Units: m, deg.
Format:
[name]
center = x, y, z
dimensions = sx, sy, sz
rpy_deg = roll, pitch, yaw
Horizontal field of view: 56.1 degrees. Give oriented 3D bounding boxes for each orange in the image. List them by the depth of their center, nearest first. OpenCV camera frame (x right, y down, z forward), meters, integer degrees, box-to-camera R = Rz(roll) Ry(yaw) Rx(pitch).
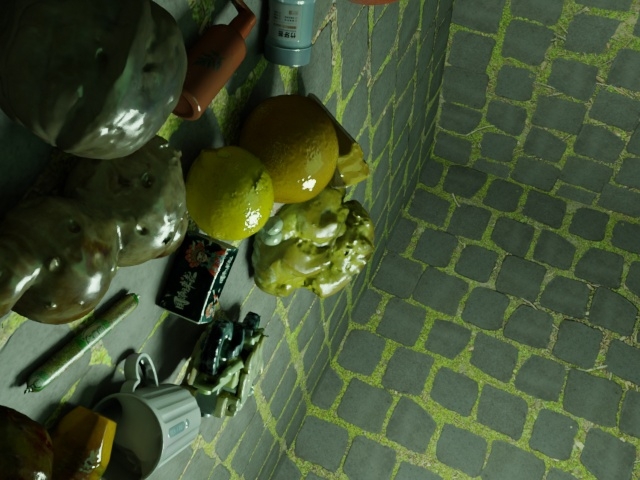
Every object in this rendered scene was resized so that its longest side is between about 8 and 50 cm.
[orange]
center = -0.069, -0.193, 1.284
dimensions = 0.236, 0.236, 0.236
rpy_deg = -58, 161, -34

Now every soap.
[soap]
center = 0.024, -0.226, 1.489
dimensions = 0.080, 0.258, 0.160
rpy_deg = -29, 150, -13

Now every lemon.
[lemon]
center = -0.177, -0.093, 1.150
dimensions = 0.174, 0.173, 0.206
rpy_deg = -58, 148, -34

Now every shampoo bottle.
[shampoo bottle]
center = -0.181, -0.314, 1.025
dimensions = 0.085, 0.085, 0.244
rpy_deg = 84, 29, -58

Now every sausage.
[sausage]
center = -0.392, 0.165, 1.009
dimensions = 0.269, 0.032, 0.033
rpy_deg = -49, 155, -50

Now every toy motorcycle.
[toy motorcycle]
center = -0.226, 0.294, 1.461
dimensions = 0.410, 0.168, 0.237
rpy_deg = 39, 63, -82

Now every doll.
[doll]
center = -0.112, -0.132, 1.445
dimensions = 0.155, 0.113, 0.275
rpy_deg = 83, 24, -74

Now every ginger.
[ginger]
center = -0.312, -0.004, 0.822
dimensions = 0.375, 0.176, 0.256
rpy_deg = -49, 170, -50

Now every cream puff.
[cream puff]
center = 0.000, 0.000, 1.636
dimensions = 0.378, 0.275, 0.378
rpy_deg = -49, 154, -35

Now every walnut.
[walnut]
center = -0.261, -0.205, 0.697
dimensions = 0.224, 0.224, 0.224
rpy_deg = -58, 161, -34

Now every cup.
[cup]
center = -0.334, 0.349, 1.195
dimensions = 0.202, 0.166, 0.221
rpy_deg = 18, 94, -77

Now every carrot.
[carrot]
center = -0.452, 0.431, 1.007
dimensions = 0.302, 0.114, 0.114
rpy_deg = -63, 163, -18

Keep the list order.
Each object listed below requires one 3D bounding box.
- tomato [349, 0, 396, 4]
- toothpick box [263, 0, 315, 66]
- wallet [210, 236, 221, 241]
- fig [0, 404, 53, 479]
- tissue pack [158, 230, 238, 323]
[tomato]
center = 0.117, -0.647, 1.240
dimensions = 0.322, 0.321, 0.322
rpy_deg = -58, 161, -34
[toothpick box]
center = -0.062, -0.444, 1.217
dimensions = 0.101, 0.101, 0.153
rpy_deg = -49, 153, -51
[wallet]
center = -0.238, 0.038, 1.372
dimensions = 0.122, 0.025, 0.061
rpy_deg = 78, 34, -63
[fig]
center = -0.478, 0.273, 0.679
dimensions = 0.320, 0.216, 0.217
rpy_deg = 36, 74, -44
[tissue pack]
center = -0.251, 0.076, 1.242
dimensions = 0.090, 0.103, 0.170
rpy_deg = 4, 107, -81
